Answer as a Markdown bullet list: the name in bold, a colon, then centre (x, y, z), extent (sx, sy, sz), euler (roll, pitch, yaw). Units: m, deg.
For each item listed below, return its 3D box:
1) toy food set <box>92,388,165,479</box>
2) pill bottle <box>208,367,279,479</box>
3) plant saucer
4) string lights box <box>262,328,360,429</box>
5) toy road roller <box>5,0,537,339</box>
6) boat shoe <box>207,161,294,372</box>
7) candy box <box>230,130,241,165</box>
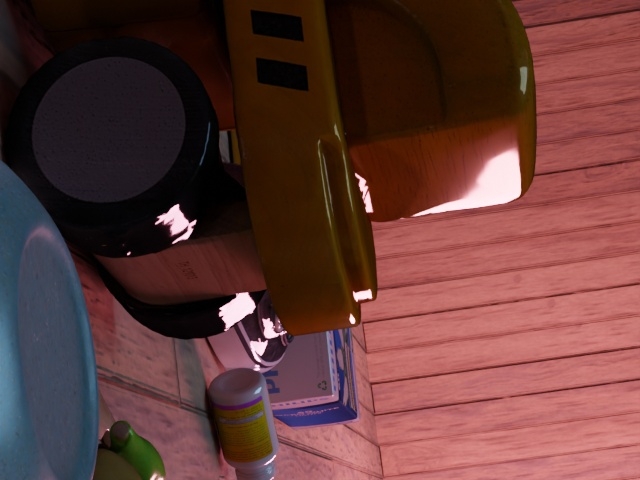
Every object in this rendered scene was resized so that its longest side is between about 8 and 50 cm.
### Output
- **toy food set**: centre (-0.089, 0.153, 0.686), extent (0.132, 0.038, 0.192), euler (75, 8, -54)
- **pill bottle**: centre (-0.055, 0.139, 1.093), extent (0.043, 0.043, 0.083), euler (-88, 169, -65)
- **plant saucer**: centre (-0.116, 0.047, 0.565), extent (0.195, 0.037, 0.195), euler (-8, 90, -84)
- **string lights box**: centre (-0.016, 0.103, 1.418), extent (0.260, 0.077, 0.133), euler (60, 23, -77)
- **toy road roller**: centre (-0.019, -0.113, 0.765), extent (0.202, 0.240, 0.329), euler (70, 13, -70)
- **boat shoe**: centre (-0.040, 0.021, 1.117), extent (0.301, 0.102, 0.108), euler (72, 11, -63)
- **candy box**: centre (-0.070, -0.108, 1.450), extent (0.105, 0.027, 0.206), euler (79, 5, -67)
